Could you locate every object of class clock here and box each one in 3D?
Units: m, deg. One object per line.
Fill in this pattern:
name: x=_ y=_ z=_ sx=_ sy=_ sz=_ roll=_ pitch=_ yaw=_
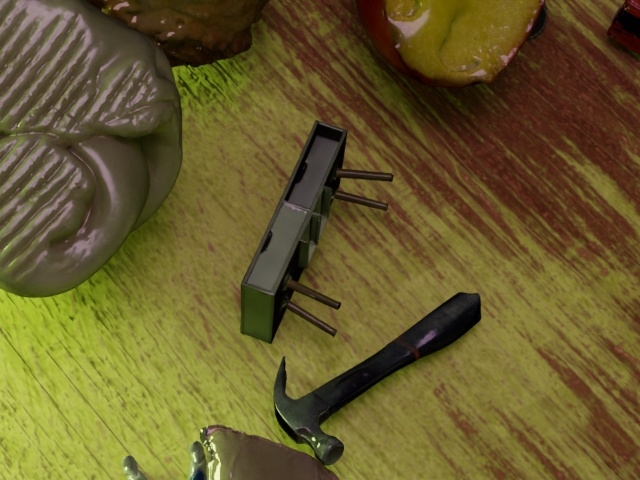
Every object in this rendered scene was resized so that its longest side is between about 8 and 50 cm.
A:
clock: x=0.265 y=-0.299 z=2.147 sx=0.074 sy=0.010 sz=0.083 roll=5 pitch=60 yaw=-2

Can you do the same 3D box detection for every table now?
table: x=0.000 y=0.000 z=1.891 sx=0.111 sy=0.121 sz=0.240 roll=19 pitch=61 yaw=8

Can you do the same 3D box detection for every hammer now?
hammer: x=0.069 y=0.137 z=1.855 sx=0.290 sy=0.037 sz=0.137 roll=-32 pitch=52 yaw=-26

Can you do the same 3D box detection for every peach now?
peach: x=0.158 y=-0.343 z=2.008 sx=0.281 sy=0.281 sz=0.338 roll=4 pitch=56 yaw=-2

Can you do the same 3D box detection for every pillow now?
pillow: x=-0.054 y=0.335 z=1.709 sx=0.173 sy=0.067 sz=0.270 roll=17 pitch=54 yaw=-22

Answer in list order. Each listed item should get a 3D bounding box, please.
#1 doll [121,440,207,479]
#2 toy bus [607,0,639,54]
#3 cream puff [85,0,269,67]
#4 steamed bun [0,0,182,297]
doll: x=-0.145 y=0.325 z=1.732 sx=0.114 sy=0.057 sz=0.227 roll=-8 pitch=59 yaw=-13
toy bus: x=0.457 y=-0.335 z=2.137 sx=0.081 sy=0.089 sz=0.195 roll=31 pitch=62 yaw=13
cream puff: x=-0.218 y=-0.343 z=1.976 sx=0.327 sy=0.231 sz=0.343 roll=45 pitch=29 yaw=21
steamed bun: x=-0.351 y=-0.122 z=1.855 sx=0.367 sy=0.255 sz=0.342 roll=36 pitch=78 yaw=-1
